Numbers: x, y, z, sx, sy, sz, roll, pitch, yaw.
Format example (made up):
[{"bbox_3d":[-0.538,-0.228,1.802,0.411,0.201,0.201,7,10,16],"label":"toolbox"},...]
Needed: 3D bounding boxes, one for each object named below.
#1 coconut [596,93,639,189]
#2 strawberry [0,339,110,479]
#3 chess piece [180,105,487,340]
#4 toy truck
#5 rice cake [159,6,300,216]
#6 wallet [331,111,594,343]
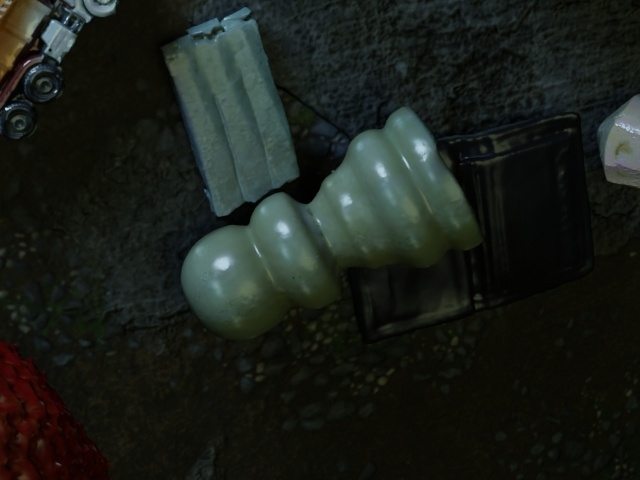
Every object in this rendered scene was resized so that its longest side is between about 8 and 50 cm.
[{"bbox_3d":[0.402,-0.121,1.717,0.116,0.122,0.116,-41,140,-48],"label":"coconut"},{"bbox_3d":[-0.384,0.235,1.469,0.312,0.267,0.351,-27,154,18],"label":"strawberry"},{"bbox_3d":[0.000,0.000,1.555,0.330,0.182,0.182,-28,119,3],"label":"chess piece"},{"bbox_3d":[-0.311,-0.210,1.382,0.135,0.114,0.270,31,98,-34],"label":"toy truck"},{"bbox_3d":[-0.100,-0.142,1.538,0.124,0.038,0.211,-27,118,-11],"label":"rice cake"},{"bbox_3d":[0.183,-0.021,1.703,0.323,0.041,0.247,-17,115,-13],"label":"wallet"}]
